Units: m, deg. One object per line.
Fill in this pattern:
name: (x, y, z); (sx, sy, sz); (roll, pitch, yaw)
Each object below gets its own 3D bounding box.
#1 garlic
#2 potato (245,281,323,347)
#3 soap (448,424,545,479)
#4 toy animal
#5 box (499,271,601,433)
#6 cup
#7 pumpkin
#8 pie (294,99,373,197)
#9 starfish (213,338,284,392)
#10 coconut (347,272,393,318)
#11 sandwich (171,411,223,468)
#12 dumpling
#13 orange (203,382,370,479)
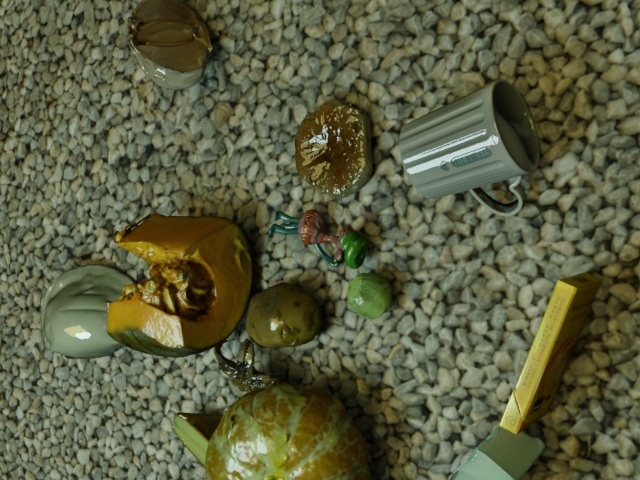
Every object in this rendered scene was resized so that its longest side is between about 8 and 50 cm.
garlic: (-0.334, -0.411, 1.981); (0.143, 0.178, 0.229); (123, 142, -56)
potato: (-0.080, 0.154, 1.868); (0.176, 0.137, 0.137); (-10, 88, 30)
soap: (0.286, 0.427, 1.628); (0.091, 0.145, 0.230); (43, 141, 19)
toy animal: (0.000, 0.000, 1.833); (0.208, 0.100, 0.103); (18, 125, 22)
box: (0.389, 0.187, 1.550); (0.043, 0.152, 0.269); (25, 107, 29)
cup: (0.263, -0.144, 1.607); (0.202, 0.167, 0.221); (-18, 81, 35)
pumpkin: (-0.290, 0.093, 1.918); (0.225, 0.256, 0.303); (6, 90, 36)
pie: (0.024, -0.180, 1.827); (0.195, 0.046, 0.195); (2, 94, 34)
starfish: (-0.136, 0.281, 1.907); (0.190, 0.074, 0.146); (46, 144, -17)
coconut: (0.100, 0.107, 1.774); (0.088, 0.096, 0.087); (-45, 36, 47)
sandwich: (-0.213, 0.454, 1.997); (0.244, 0.088, 0.090); (38, 121, 21)
dumpling: (-0.530, 0.167, 2.160); (0.175, 0.243, 0.226); (133, 139, -67)
orange: (-0.061, 0.438, 1.788); (0.329, 0.249, 0.329); (3, 104, 11)
